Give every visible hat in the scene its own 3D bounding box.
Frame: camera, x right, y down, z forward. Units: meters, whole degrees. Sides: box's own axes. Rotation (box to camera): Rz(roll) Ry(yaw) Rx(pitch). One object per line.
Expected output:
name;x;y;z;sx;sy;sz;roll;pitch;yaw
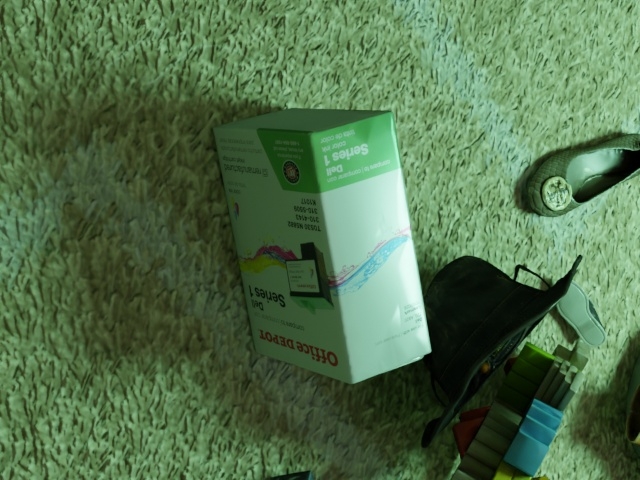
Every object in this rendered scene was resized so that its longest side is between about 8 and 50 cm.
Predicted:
hat;0.185;0.098;1.490;0.134;0.331;0.331;43;65;10

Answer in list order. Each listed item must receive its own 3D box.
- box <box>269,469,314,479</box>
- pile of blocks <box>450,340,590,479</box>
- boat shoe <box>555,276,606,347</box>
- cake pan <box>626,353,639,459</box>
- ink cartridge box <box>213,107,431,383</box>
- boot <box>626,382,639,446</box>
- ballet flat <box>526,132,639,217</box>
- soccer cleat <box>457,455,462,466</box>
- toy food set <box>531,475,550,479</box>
box;-0.026;0.398;1.369;0.059;0.232;0.183;-13;106;10
pile of blocks;0.242;0.219;1.530;0.362;0.113;0.149;-49;165;-52
boat shoe;0.367;0.096;1.715;0.046;0.038;0.125;-32;114;18
cake pan;0.576;0.245;1.871;0.293;0.054;0.293;-5;98;-35
ink cartridge box;0.000;0.000;1.341;0.117;0.201;0.278;-19;107;-32
boot;0.502;0.301;1.751;0.152;0.073;0.197;14;76;-37
ballet flat;0.388;-0.095;1.695;0.250;0.058;0.084;-21;106;-32
soccer cleat;0.235;0.321;1.589;0.072;0.060;0.179;3;51;-32
toy food set;0.232;0.414;1.641;0.232;0.104;0.111;-37;102;-46
